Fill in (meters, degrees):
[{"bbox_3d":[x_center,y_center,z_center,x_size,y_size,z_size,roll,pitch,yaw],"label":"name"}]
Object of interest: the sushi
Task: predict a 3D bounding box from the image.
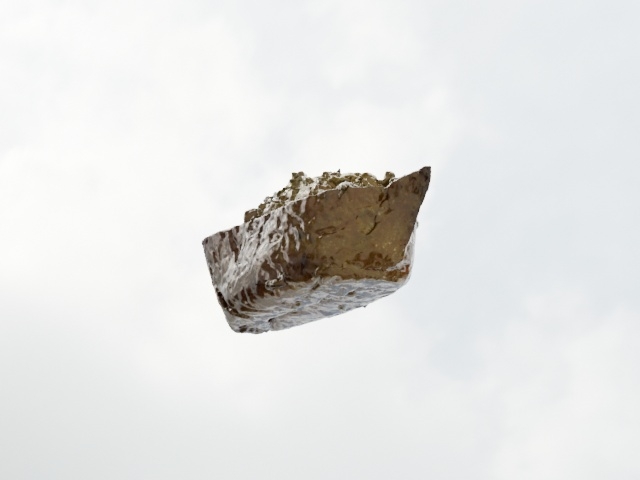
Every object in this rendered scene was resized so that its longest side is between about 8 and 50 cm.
[{"bbox_3d":[-0.003,-0.001,0.705,0.118,0.061,0.060,-14,-113,28],"label":"sushi"}]
